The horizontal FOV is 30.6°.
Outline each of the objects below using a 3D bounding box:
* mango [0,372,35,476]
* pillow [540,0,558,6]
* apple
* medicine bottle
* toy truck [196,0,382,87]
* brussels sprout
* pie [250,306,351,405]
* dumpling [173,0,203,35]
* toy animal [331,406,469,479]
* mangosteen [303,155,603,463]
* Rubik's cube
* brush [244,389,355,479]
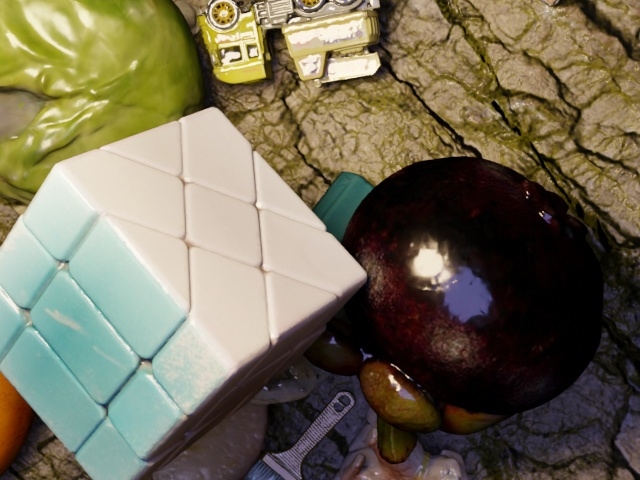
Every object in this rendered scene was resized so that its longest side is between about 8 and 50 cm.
[{"bbox_3d":[-0.558,0.275,1.813,0.199,0.201,0.350,32,105,34],"label":"mango"},{"bbox_3d":[0.364,-0.472,1.738,0.126,0.043,0.232,35,93,0],"label":"pillow"},{"bbox_3d":[-0.237,0.275,1.775,0.293,0.163,0.251,28,66,-2],"label":"apple"},{"bbox_3d":[0.000,0.000,1.718,0.079,0.124,0.258,40,71,-6],"label":"medicine bottle"},{"bbox_3d":[-0.039,-0.303,1.756,0.272,0.124,0.157,-10,95,6],"label":"toy truck"},{"bbox_3d":[-0.349,-0.226,1.678,0.361,0.342,0.425,-29,126,-2],"label":"brussels sprout"},{"bbox_3d":[-0.098,0.085,1.748,0.339,0.077,0.339,4,72,-12],"label":"pie"},{"bbox_3d":[-0.221,-0.339,1.811,0.052,0.076,0.057,-18,85,31],"label":"dumpling"},{"bbox_3d":[0.122,0.365,1.782,0.185,0.104,0.184,23,124,-10],"label":"toy animal"},{"bbox_3d":[0.177,0.096,1.626,0.382,0.382,0.435,45,112,4],"label":"mangosteen"},{"bbox_3d":[-0.196,0.072,1.477,0.322,0.319,0.316,49,126,8],"label":"Rubik's cube"},{"bbox_3d":[-0.024,0.317,1.827,0.082,0.010,0.218,41,95,5],"label":"brush"}]
